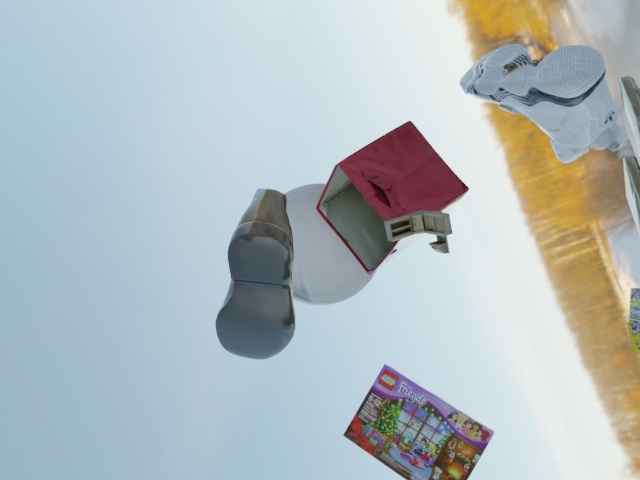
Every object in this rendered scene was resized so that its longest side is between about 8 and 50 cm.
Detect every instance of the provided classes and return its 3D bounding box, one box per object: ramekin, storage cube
[{"bbox_3d":[0.000,0.000,1.433,0.127,0.272,0.273,-75,-39,-79],"label":"ramekin"},{"bbox_3d":[0.136,-0.081,1.250,0.193,0.215,0.184,-33,-103,-25],"label":"storage cube"}]

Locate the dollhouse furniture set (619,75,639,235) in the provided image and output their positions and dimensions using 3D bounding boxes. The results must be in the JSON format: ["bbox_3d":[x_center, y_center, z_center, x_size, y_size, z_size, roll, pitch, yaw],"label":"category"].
[{"bbox_3d":[0.325,-0.095,0.423,0.161,0.212,0.242,-72,-32,-52],"label":"dollhouse furniture set"}]

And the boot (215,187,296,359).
[{"bbox_3d":[-0.081,0.058,0.902,0.305,0.112,0.115,104,174,-46],"label":"boot"}]

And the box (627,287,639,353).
[{"bbox_3d":[0.526,0.125,1.025,0.169,0.059,0.054,-31,-68,-60],"label":"box"}]

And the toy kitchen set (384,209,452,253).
[{"bbox_3d":[0.158,-0.005,1.017,0.083,0.075,0.068,-165,60,-67],"label":"toy kitchen set"}]

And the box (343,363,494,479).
[{"bbox_3d":[0.226,0.450,1.498,0.293,0.201,0.057,30,180,19],"label":"box"}]

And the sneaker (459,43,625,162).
[{"bbox_3d":[0.434,-0.269,1.275,0.210,0.137,0.366,49,171,-27],"label":"sneaker"}]
